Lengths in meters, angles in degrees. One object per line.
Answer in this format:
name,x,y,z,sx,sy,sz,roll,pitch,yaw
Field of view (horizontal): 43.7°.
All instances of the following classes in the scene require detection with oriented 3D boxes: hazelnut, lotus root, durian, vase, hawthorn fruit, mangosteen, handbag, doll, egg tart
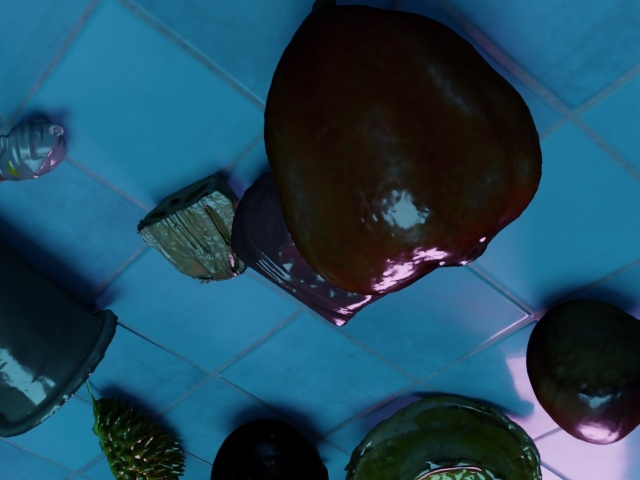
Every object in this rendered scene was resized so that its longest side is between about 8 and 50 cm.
hazelnut,0.380,0.192,1.133,0.208,0.208,0.208,4,134,4
lotus root,-0.158,-0.012,1.097,0.143,0.070,0.144,-18,124,16
durian,-0.353,0.425,1.486,0.169,0.157,0.355,14,136,19
vase,-0.479,0.106,1.158,0.245,0.245,0.291,-26,119,29
hawthorn fruit,0.077,-0.094,0.838,0.295,0.295,0.311,-22,127,26
mangosteen,-0.075,0.426,1.428,0.211,0.211,0.250,-34,151,33
handbag,0.000,0.000,1.032,0.225,0.146,0.135,34,126,-25
doll,-0.392,-0.110,1.041,0.180,0.079,0.094,-19,156,32
egg tart,0.210,0.431,1.329,0.345,0.132,0.345,0,102,-1
